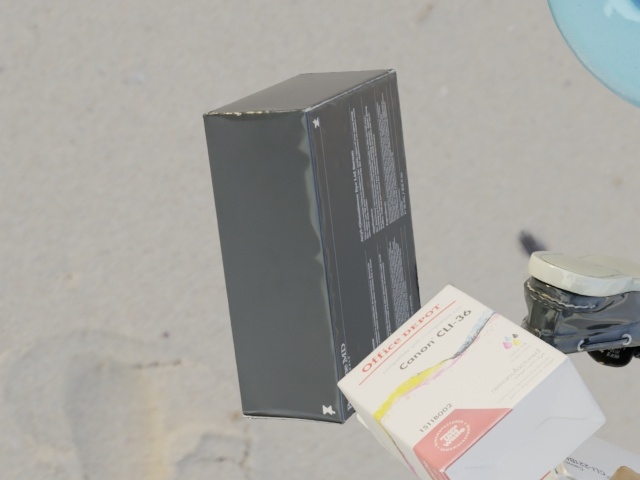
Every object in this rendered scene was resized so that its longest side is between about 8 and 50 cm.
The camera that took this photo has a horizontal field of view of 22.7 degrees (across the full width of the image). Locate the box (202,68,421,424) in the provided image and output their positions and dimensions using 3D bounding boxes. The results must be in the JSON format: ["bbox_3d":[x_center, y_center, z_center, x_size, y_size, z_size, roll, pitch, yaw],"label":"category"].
[{"bbox_3d":[0.000,0.000,1.350,0.184,0.103,0.261,-34,121,-62],"label":"box"}]

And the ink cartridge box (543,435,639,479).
[{"bbox_3d":[0.266,0.353,1.805,0.197,0.273,0.114,24,28,-17],"label":"ink cartridge box"}]

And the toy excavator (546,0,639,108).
[{"bbox_3d":[0.298,-0.128,0.905,0.222,0.433,0.445,-30,111,-58],"label":"toy excavator"}]

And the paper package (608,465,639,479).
[{"bbox_3d":[0.314,0.408,1.344,0.325,0.309,0.168,30,28,17],"label":"paper package"}]

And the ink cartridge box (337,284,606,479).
[{"bbox_3d":[0.092,0.105,1.115,0.115,0.198,0.067,-41,118,-10],"label":"ink cartridge box"}]

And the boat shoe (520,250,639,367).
[{"bbox_3d":[0.315,0.082,1.720,0.340,0.127,0.113,3,106,-59],"label":"boat shoe"}]
